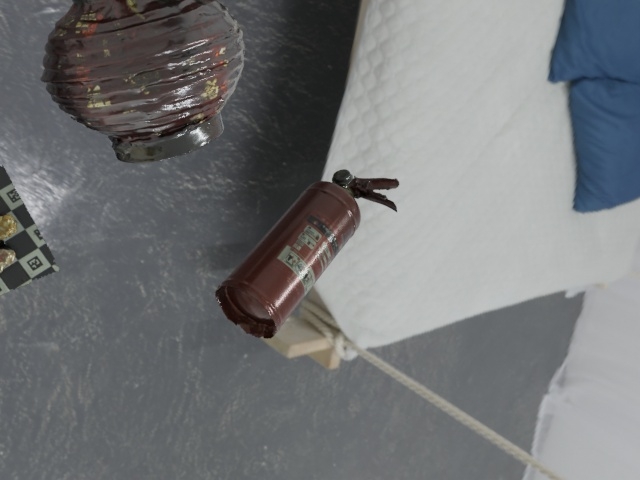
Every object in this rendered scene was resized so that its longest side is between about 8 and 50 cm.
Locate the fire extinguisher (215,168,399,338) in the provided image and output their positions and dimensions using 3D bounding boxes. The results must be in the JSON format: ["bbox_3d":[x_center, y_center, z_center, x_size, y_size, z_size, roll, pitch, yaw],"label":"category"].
[{"bbox_3d":[0.000,0.000,1.021,0.337,0.147,0.106,-51,148,-33],"label":"fire extinguisher"}]

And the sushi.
[{"bbox_3d":[-0.577,0.000,1.154,0.193,0.040,0.210,-26,105,-20],"label":"sushi"}]

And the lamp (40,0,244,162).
[{"bbox_3d":[-0.209,-0.218,0.804,0.247,0.247,0.246,-23,125,-36],"label":"lamp"}]
